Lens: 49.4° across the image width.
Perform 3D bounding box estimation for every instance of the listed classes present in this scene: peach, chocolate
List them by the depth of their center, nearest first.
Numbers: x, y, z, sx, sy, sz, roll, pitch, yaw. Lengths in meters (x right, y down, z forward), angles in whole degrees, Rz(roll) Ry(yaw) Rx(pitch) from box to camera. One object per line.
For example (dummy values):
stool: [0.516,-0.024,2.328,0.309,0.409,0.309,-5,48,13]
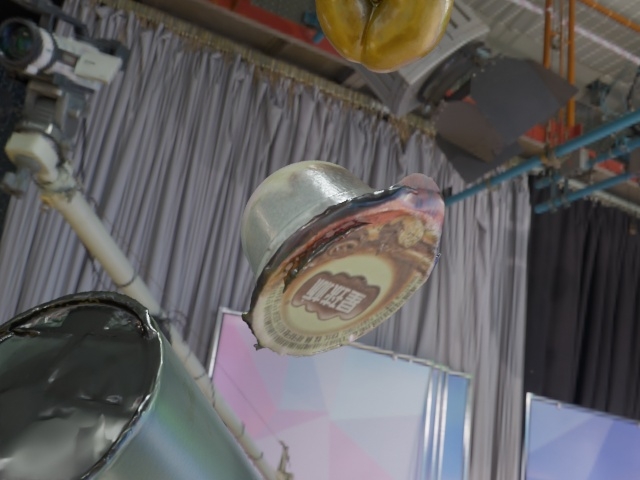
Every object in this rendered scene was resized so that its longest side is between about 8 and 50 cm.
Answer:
chocolate: [0.001,-0.008,0.665,0.221,0.147,0.221,-22,-33,-15]
peach: [0.077,-0.298,0.862,0.179,0.179,0.103,-1,12,25]

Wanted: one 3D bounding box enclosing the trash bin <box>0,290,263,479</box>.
trash bin: [-0.183,0.211,0.603,0.217,0.277,0.262,-10,-50,14]
